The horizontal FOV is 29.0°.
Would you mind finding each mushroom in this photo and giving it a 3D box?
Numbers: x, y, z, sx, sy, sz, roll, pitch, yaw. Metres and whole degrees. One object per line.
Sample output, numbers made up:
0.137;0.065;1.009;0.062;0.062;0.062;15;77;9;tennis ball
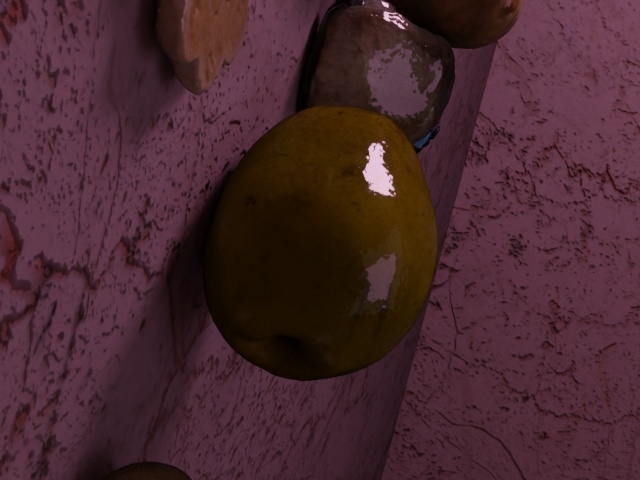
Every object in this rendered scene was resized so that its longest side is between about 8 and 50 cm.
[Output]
0.081;-0.198;1.602;0.267;0.164;0.190;71;37;-71;mushroom

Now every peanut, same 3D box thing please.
0.174;-0.323;1.671;0.319;0.147;0.148;12;-95;68;peanut

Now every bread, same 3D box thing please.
-0.093;-0.241;1.028;0.182;0.038;0.251;-58;161;-51;bread

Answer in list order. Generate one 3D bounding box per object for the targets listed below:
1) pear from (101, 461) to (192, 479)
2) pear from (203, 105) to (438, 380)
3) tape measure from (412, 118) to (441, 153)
-0.157;0.293;1.175;0.136;0.167;0.167;-44;162;-8;pear
0.000;0.000;1.325;0.253;0.252;0.307;91;8;-54;pear
0.108;-0.182;1.826;0.125;0.146;0.081;-51;-151;3;tape measure
